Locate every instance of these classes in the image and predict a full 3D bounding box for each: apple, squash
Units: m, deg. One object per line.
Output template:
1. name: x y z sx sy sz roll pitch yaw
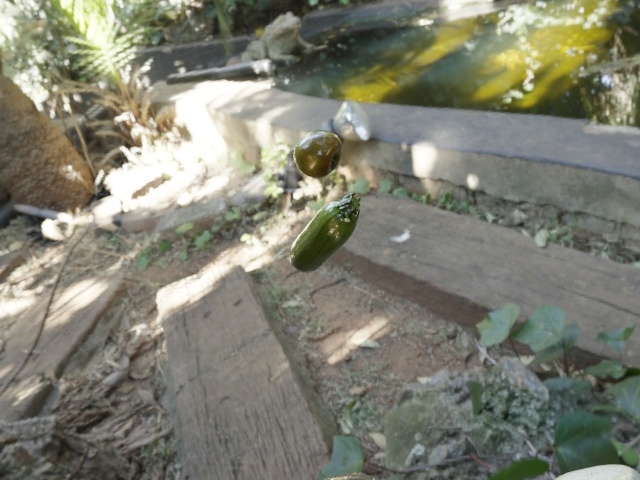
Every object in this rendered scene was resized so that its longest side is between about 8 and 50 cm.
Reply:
1. apple: -0.003 -0.155 1.031 0.074 0.089 0.089 41 47 8
2. squash: 0.000 0.000 0.940 0.069 0.069 0.258 -29 -9 -28

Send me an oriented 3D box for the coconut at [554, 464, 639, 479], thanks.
1. coconut: 0.553 0.573 1.098 0.238 0.265 0.237 -19 -9 -3

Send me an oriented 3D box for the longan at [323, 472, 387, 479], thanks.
1. longan: 0.067 0.695 1.233 0.392 0.390 0.391 -11 27 6
